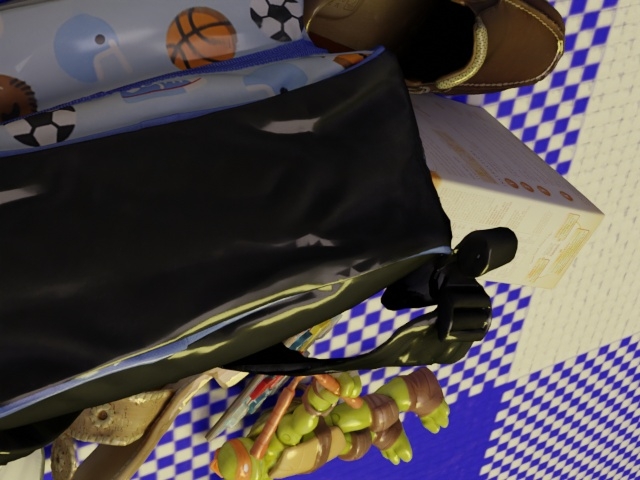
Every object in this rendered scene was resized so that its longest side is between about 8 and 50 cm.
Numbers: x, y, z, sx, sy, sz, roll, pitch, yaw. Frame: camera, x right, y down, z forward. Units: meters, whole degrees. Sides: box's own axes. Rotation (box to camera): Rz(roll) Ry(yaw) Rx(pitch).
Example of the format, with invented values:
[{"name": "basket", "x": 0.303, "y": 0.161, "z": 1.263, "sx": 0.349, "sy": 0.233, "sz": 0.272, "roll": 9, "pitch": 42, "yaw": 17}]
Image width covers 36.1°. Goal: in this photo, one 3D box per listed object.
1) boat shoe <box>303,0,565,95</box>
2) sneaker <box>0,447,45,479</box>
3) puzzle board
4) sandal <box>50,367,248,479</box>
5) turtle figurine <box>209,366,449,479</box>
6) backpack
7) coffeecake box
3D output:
[{"name": "boat shoe", "x": 0.068, "y": -0.122, "z": 0.602, "sx": 0.257, "sy": 0.095, "sz": 0.095, "roll": 1, "pitch": 126, "yaw": -36}, {"name": "sneaker", "x": -0.322, "y": 0.190, "z": 0.608, "sx": 0.297, "sy": 0.111, "sz": 0.129, "roll": -42, "pitch": 142, "yaw": -8}, {"name": "puzzle board", "x": -0.029, "y": 0.097, "z": 0.746, "sx": 0.128, "sy": 0.011, "sz": 0.096, "roll": -51, "pitch": 168, "yaw": 31}, {"name": "sandal", "x": -0.137, "y": 0.106, "z": 0.701, "sx": 0.240, "sy": 0.088, "sz": 0.079, "roll": -41, "pitch": 108, "yaw": -8}, {"name": "turtle figurine", "x": -0.010, "y": 0.174, "z": 0.824, "sx": 0.217, "sy": 0.087, "sz": 0.269, "roll": -7, "pitch": 135, "yaw": -38}, {"name": "backpack", "x": -0.095, "y": -0.008, "z": 0.485, "sx": 0.276, "sy": 0.213, "sz": 0.263, "roll": -13, "pitch": 172, "yaw": -19}, {"name": "coffeecake box", "x": 0.069, "y": -0.043, "z": 0.639, "sx": 0.185, "sy": 0.142, "sz": 0.068, "roll": 9, "pitch": 121, "yaw": -39}]
